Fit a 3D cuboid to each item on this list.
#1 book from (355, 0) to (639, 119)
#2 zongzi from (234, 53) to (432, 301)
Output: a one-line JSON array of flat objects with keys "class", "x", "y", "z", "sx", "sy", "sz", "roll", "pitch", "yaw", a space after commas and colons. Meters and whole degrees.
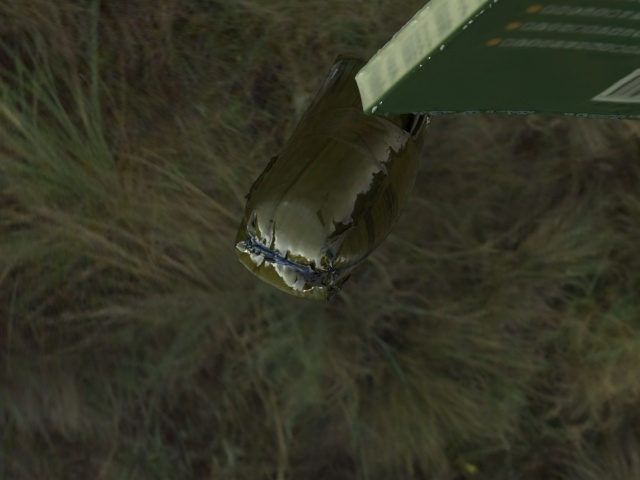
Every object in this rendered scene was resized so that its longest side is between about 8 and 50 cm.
[{"class": "book", "x": 0.216, "y": -0.159, "z": 0.688, "sx": 0.260, "sy": 0.371, "sz": 0.043, "roll": -3, "pitch": 72, "yaw": -30}, {"class": "zongzi", "x": 0.000, "y": 0.000, "z": 1.149, "sx": 0.123, "sy": 0.289, "sz": 0.260, "roll": 24, "pitch": 50, "yaw": 7}]
